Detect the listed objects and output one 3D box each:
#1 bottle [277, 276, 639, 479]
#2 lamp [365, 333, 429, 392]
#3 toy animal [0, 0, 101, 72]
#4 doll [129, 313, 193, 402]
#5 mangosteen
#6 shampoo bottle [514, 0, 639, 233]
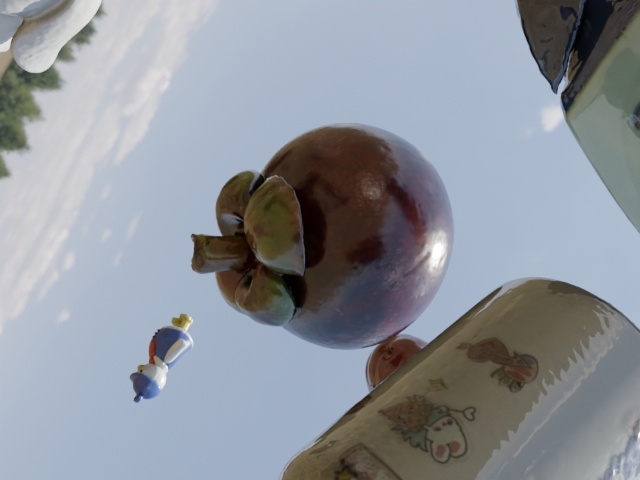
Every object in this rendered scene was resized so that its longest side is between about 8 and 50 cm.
[{"bbox_3d":[0.043,0.114,0.357,0.233,0.110,0.110,-34,-174,-34],"label":"bottle"},{"bbox_3d":[0.086,0.136,0.824,0.090,0.101,0.101,-32,-166,-19],"label":"lamp"},{"bbox_3d":[-0.362,-0.355,1.066,0.265,0.206,0.272,-4,-83,50],"label":"toy animal"},{"bbox_3d":[-0.222,0.166,1.210,0.098,0.057,0.143,-25,-150,49],"label":"doll"},{"bbox_3d":[0.000,0.000,0.649,0.200,0.199,0.200,-46,-155,30],"label":"mangosteen"},{"bbox_3d":[0.253,-0.038,0.524,0.134,0.359,0.078,-38,-168,34],"label":"shampoo bottle"}]
